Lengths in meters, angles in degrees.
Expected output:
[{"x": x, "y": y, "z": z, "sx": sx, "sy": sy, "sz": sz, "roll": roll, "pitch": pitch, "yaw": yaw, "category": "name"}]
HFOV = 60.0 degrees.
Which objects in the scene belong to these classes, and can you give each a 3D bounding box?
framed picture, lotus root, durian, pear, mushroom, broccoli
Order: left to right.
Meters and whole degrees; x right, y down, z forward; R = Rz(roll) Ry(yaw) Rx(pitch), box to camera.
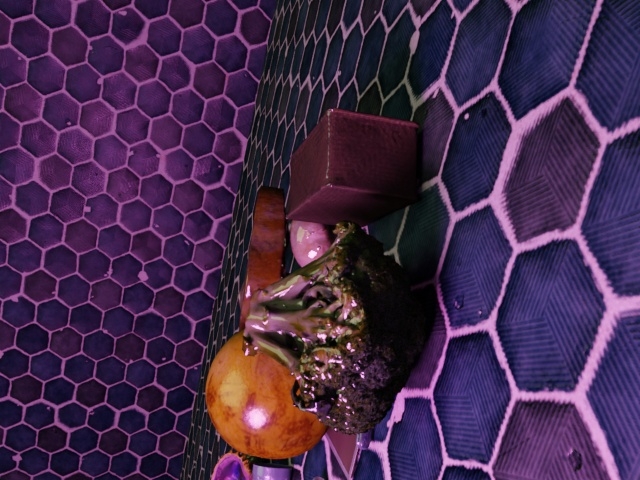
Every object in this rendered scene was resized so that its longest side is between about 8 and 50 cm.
[{"x": -0.220, "y": 0.695, "z": 1.516, "sx": 0.260, "sy": 0.186, "sz": 0.154, "roll": -51, "pitch": 34, "yaw": 6, "category": "durian"}, {"x": -0.136, "y": 0.054, "z": 1.361, "sx": 0.390, "sy": 0.111, "sz": 0.374, "roll": -105, "pitch": 25, "yaw": -75, "category": "lotus root"}, {"x": -0.103, "y": 0.308, "z": 1.156, "sx": 0.281, "sy": 0.281, "sz": 0.280, "roll": -171, "pitch": 90, "yaw": -72, "category": "pear"}, {"x": 0.000, "y": 0.000, "z": 1.251, "sx": 0.127, "sy": 0.166, "sz": 0.166, "roll": -22, "pitch": 47, "yaw": 17, "category": "mushroom"}, {"x": 0.026, "y": 0.139, "z": 0.886, "sx": 0.304, "sy": 0.283, "sz": 0.321, "roll": 65, "pitch": -147, "yaw": -63, "category": "broccoli"}, {"x": 0.048, "y": 0.367, "z": 1.114, "sx": 0.183, "sy": 0.011, "sz": 0.142, "roll": -143, "pitch": 64, "yaw": -70, "category": "framed picture"}]

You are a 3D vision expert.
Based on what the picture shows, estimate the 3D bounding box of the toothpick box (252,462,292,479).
[{"x": -0.125, "y": 0.635, "z": 1.365, "sx": 0.101, "sy": 0.101, "sz": 0.153, "roll": 143, "pitch": 135, "yaw": -65, "category": "toothpick box"}]

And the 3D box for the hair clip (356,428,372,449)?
[{"x": 0.070, "y": 0.244, "z": 1.038, "sx": 0.083, "sy": 0.048, "sz": 0.275, "roll": -33, "pitch": 47, "yaw": 35, "category": "hair clip"}]

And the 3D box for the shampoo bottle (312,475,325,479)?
[{"x": -0.021, "y": 0.591, "z": 1.162, "sx": 0.069, "sy": 0.041, "sz": 0.190, "roll": -127, "pitch": 48, "yaw": -59, "category": "shampoo bottle"}]

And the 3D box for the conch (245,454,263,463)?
[{"x": -0.205, "y": 0.697, "z": 1.626, "sx": 0.095, "sy": 0.080, "sz": 0.200, "roll": -169, "pitch": 75, "yaw": -65, "category": "conch"}]

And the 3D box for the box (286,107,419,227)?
[{"x": 0.056, "y": -0.124, "z": 1.064, "sx": 0.273, "sy": 0.184, "sz": 0.143, "roll": 150, "pitch": 123, "yaw": -69, "category": "box"}]

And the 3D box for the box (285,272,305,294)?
[{"x": -0.086, "y": 0.225, "z": 1.513, "sx": 0.152, "sy": 0.070, "sz": 0.237, "roll": -126, "pitch": 46, "yaw": -65, "category": "box"}]
